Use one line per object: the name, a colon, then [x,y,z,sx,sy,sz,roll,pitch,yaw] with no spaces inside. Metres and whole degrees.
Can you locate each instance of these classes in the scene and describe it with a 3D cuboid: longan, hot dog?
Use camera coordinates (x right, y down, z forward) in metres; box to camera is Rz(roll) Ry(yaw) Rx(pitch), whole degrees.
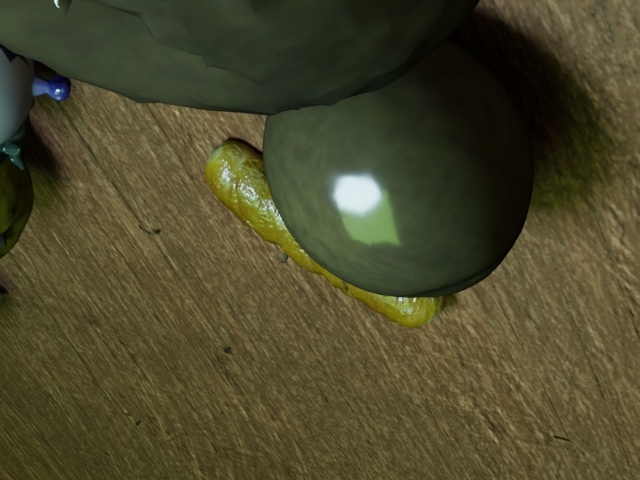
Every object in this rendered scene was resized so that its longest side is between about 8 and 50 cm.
longan: [0.068,-0.054,1.339,0.248,0.248,0.248,27,152,16]
longan: [-0.083,-0.269,0.979,0.436,0.404,0.404,45,153,-2]
hot dog: [0.002,-0.003,1.677,0.286,0.061,0.088,31,142,4]

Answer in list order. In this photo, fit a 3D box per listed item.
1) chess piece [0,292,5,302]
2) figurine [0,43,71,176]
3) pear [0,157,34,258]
chess piece: [-0.620,0.025,2.324,0.330,0.182,0.182,49,150,-16]
figurine: [-0.454,-0.185,1.670,0.382,0.261,0.186,21,159,-26]
pear: [-0.480,-0.084,1.874,0.307,0.253,0.253,39,153,-1]
